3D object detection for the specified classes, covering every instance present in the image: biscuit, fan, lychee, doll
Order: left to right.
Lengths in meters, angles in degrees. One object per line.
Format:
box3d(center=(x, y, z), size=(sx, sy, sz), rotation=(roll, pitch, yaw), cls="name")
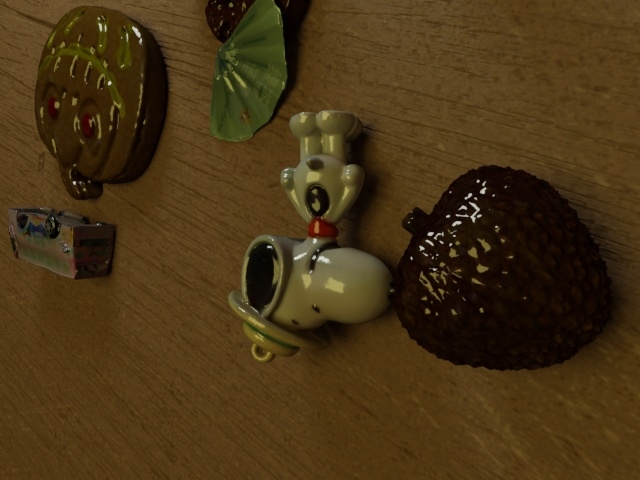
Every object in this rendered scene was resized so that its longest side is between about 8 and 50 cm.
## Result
box3d(center=(-0.420, -0.246, 1.156), size=(0.394, 0.070, 0.351), rotation=(17, 99, 40), cls="biscuit")
box3d(center=(-0.103, -0.228, 0.884), size=(0.131, 0.009, 0.240), rotation=(43, 128, 17), cls="fan")
box3d(center=(-0.091, -0.352, 0.887), size=(0.192, 0.049, 0.192), rotation=(4, 96, 37), cls="biscuit")
box3d(center=(-0.019, -0.006, 0.764), size=(0.208, 0.144, 0.272), rotation=(-18, 78, 18), cls="doll")
box3d(center=(0.153, 0.027, 0.571), size=(0.194, 0.194, 0.195), rotation=(-2, 87, 41), cls="lychee")

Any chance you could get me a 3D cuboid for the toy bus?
box3d(center=(-0.497, -0.003, 1.203), size=(0.274, 0.090, 0.112), rotation=(11, 101, 42), cls="toy bus")
